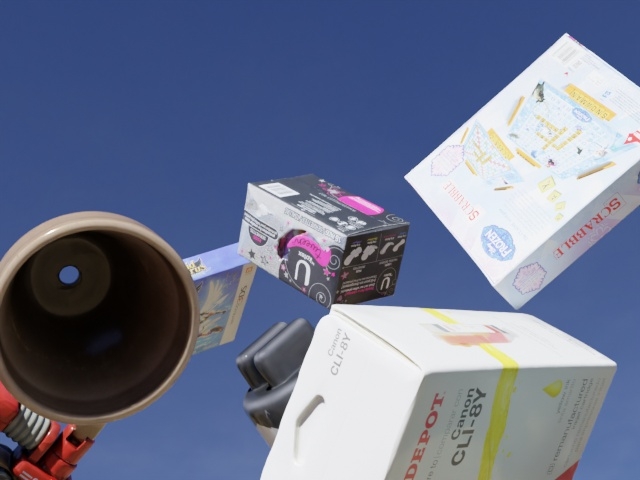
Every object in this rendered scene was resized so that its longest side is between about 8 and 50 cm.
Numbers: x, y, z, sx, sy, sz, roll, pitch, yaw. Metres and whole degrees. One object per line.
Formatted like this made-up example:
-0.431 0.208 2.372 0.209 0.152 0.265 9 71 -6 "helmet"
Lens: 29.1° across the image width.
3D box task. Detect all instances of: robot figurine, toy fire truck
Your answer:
0.002 0.245 1.699 0.174 0.209 0.278 -32 -79 10 "robot figurine"
-0.420 0.277 1.801 0.217 0.158 0.246 42 -88 -18 "toy fire truck"

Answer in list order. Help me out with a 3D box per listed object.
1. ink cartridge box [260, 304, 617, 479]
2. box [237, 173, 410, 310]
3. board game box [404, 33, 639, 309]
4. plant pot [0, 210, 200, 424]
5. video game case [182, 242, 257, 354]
0.142 0.235 1.448 0.385 0.160 0.279 5 -71 -46 "ink cartridge box"
0.000 0.000 2.096 0.163 0.247 0.142 -11 -61 -43 "box"
0.305 -0.104 1.695 0.318 0.318 0.066 -41 -56 7 "board game box"
-0.306 0.076 1.588 0.263 0.263 0.229 8 11 -21 "plant pot"
-0.265 0.136 2.379 0.270 0.061 0.244 -18 -37 -34 "video game case"
